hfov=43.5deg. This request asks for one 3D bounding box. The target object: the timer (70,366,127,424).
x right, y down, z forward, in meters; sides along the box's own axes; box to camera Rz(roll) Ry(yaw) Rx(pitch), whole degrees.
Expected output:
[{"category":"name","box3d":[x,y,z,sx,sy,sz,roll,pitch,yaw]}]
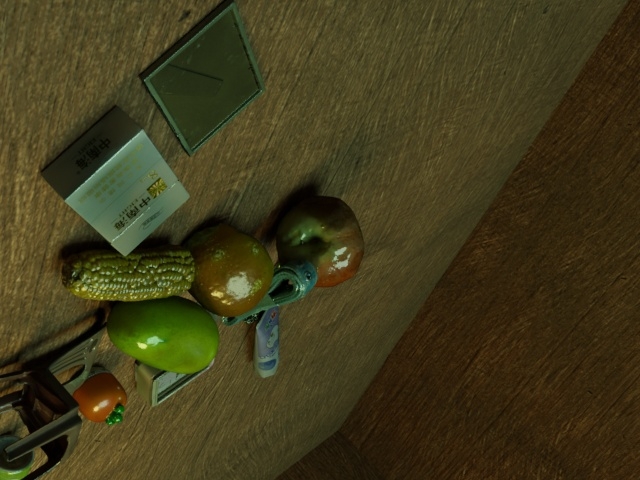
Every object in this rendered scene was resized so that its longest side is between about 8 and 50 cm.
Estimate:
[{"category":"timer","box3d":[-0.450,0.328,1.659,0.099,0.136,0.136,-54,160,1]}]

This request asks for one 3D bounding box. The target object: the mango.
[{"category":"mango","box3d":[-0.313,0.174,1.567,0.273,0.185,0.149,30,81,-53]}]

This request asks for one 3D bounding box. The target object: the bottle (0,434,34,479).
[{"category":"bottle","box3d":[-0.671,0.533,1.627,0.093,0.093,0.330,-19,146,-54]}]

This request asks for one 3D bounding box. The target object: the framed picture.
[{"category":"framed picture","box3d":[-0.178,-0.249,1.274,0.184,0.016,0.250,-44,160,-8]}]

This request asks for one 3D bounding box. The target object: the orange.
[{"category":"orange","box3d":[-0.184,0.069,1.656,0.179,0.158,0.237,-43,160,-8]}]

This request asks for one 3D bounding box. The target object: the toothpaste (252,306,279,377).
[{"category":"toothpaste","box3d":[-0.155,0.273,2.247,0.371,0.080,0.125,95,20,-54]}]

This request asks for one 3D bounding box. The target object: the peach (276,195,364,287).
[{"category":"peach","box3d":[0.000,0.000,1.865,0.214,0.214,0.235,-50,179,6]}]

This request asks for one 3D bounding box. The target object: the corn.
[{"category":"corn","box3d":[-0.335,0.060,1.415,0.102,0.102,0.313,-55,157,20]}]

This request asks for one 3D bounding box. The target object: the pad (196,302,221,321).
[{"category":"pad","box3d":[-0.225,0.127,1.916,0.266,0.002,0.176,-45,161,-8]}]

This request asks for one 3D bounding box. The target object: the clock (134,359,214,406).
[{"category":"clock","box3d":[-0.338,0.288,1.882,0.192,0.071,0.147,-33,157,-33]}]

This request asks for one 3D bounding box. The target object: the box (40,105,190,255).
[{"category":"box","box3d":[-0.307,-0.083,1.242,0.155,0.067,0.243,-43,160,-7]}]

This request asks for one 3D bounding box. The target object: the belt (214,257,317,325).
[{"category":"belt","box3d":[-0.131,0.116,1.807,0.302,0.087,0.072,-24,-168,39]}]

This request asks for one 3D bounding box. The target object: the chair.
[{"category":"chair","box3d":[-0.480,0.295,1.442,0.326,0.183,0.175,-24,151,-47]}]

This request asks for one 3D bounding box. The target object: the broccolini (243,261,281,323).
[{"category":"broccolini","box3d":[-0.147,0.125,2.046,0.044,0.042,0.218,-13,135,-56]}]
